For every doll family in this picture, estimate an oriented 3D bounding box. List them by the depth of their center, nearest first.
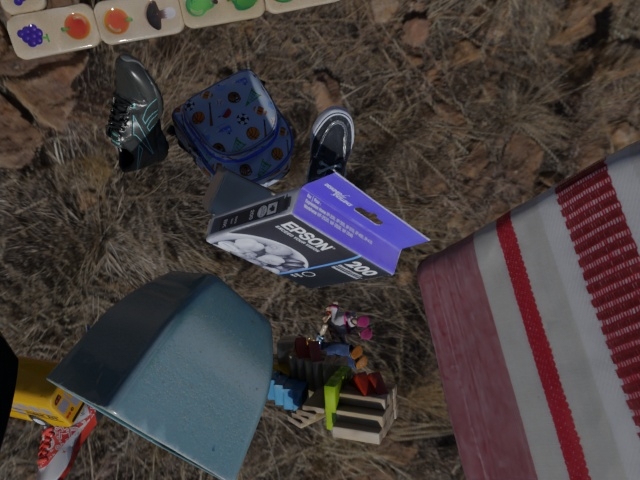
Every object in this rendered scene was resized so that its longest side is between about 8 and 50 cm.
[{"bbox_3d":[0.036,0.270,1.330,0.118,0.163,0.263,-25,105,-39],"label":"doll family"}]

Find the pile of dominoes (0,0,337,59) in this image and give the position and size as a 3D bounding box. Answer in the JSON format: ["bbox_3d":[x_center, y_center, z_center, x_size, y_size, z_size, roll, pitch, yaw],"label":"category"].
[{"bbox_3d":[-0.101,-0.236,0.384,0.251,0.040,0.196,-13,107,-4],"label":"pile of dominoes"}]

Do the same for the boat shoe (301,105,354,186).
[{"bbox_3d":[0.014,-0.170,1.461,0.108,0.102,0.301,10,124,-16],"label":"boat shoe"}]

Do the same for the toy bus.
[{"bbox_3d":[-0.673,0.330,1.362,0.130,0.332,0.108,69,33,-45],"label":"toy bus"}]

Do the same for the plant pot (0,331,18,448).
[{"bbox_3d":[-0.480,0.170,0.730,0.188,0.167,0.188,0,131,9],"label":"plant pot"}]

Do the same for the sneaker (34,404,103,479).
[{"bbox_3d":[-0.629,0.454,1.420,0.145,0.090,0.270,47,43,-23],"label":"sneaker"}]

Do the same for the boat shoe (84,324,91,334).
[{"bbox_3d":[-0.495,0.208,1.436,0.109,0.089,0.258,31,77,13],"label":"boat shoe"}]

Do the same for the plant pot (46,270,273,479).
[{"bbox_3d":[-0.221,0.190,0.966,0.248,0.247,0.252,46,61,-32],"label":"plant pot"}]

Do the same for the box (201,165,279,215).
[{"bbox_3d":[-0.100,-0.054,1.263,0.275,0.113,0.094,24,94,-23],"label":"box"}]

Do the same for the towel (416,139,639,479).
[{"bbox_3d":[0.192,0.059,0.309,0.037,0.329,0.237,6,63,-36],"label":"towel"}]

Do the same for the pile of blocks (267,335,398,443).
[{"bbox_3d":[-0.014,0.250,1.116,0.148,0.362,0.113,-15,107,-40],"label":"pile of blocks"}]

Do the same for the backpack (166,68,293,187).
[{"bbox_3d":[-0.189,-0.245,1.426,0.276,0.213,0.263,-33,88,-8],"label":"backpack"}]

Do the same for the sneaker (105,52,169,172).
[{"bbox_3d":[-0.376,-0.245,1.223,0.101,0.267,0.106,36,56,27],"label":"sneaker"}]

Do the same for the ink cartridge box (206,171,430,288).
[{"bbox_3d":[0.000,0.000,0.775,0.206,0.208,0.045,29,56,-42],"label":"ink cartridge box"}]
